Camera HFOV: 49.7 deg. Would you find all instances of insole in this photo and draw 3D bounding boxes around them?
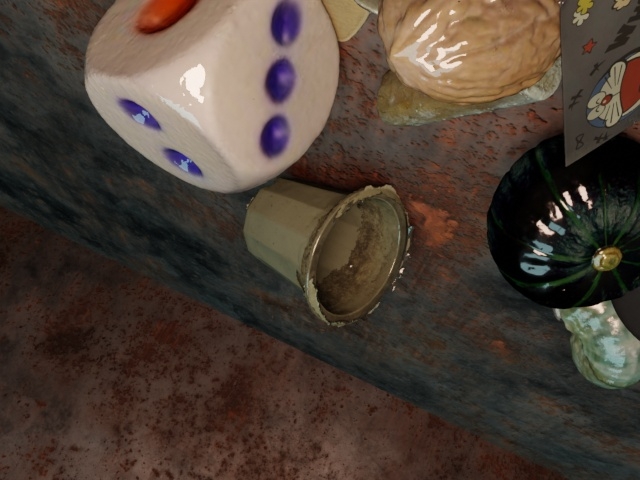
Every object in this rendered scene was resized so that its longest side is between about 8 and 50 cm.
[{"bbox_3d":[0.032,-0.335,0.877,0.081,0.011,0.248,25,158,6],"label":"insole"}]

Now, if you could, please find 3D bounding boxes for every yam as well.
[{"bbox_3d":[0.181,-0.205,0.892,0.093,0.093,0.259,41,156,-30],"label":"yam"}]

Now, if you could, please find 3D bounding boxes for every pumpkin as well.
[{"bbox_3d":[0.340,-0.044,0.944,0.248,0.248,0.248,23,158,10],"label":"pumpkin"}]

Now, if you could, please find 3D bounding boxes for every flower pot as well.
[{"bbox_3d":[0.000,0.000,1.369,0.259,0.290,0.290,23,161,40],"label":"flower pot"}]

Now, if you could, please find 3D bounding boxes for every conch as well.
[{"bbox_3d":[0.507,0.151,1.217,0.277,0.220,0.195,13,141,-29],"label":"conch"}]

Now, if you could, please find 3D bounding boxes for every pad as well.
[{"bbox_3d":[0.314,-0.190,0.703,0.006,0.170,0.245,58,179,36],"label":"pad"}]

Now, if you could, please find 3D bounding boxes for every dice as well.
[{"bbox_3d":[-0.144,-0.234,0.969,0.243,0.259,0.251,18,158,35],"label":"dice"}]

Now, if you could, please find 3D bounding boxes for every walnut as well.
[{"bbox_3d":[0.153,-0.222,0.685,0.178,0.230,0.178,40,148,32],"label":"walnut"}]

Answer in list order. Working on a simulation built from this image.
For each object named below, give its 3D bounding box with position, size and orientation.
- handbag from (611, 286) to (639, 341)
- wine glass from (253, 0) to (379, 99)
[{"bbox_3d":[0.568,0.079,0.981,0.308,0.093,0.253,1,123,48],"label":"handbag"},{"bbox_3d":[0.028,-0.296,0.629,0.096,0.264,0.309,30,160,16],"label":"wine glass"}]
